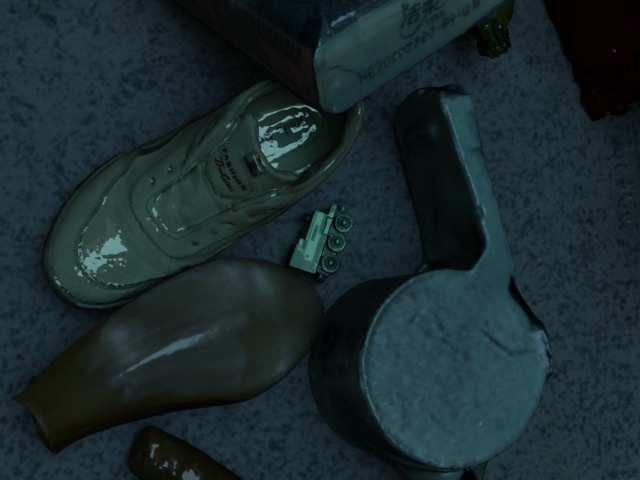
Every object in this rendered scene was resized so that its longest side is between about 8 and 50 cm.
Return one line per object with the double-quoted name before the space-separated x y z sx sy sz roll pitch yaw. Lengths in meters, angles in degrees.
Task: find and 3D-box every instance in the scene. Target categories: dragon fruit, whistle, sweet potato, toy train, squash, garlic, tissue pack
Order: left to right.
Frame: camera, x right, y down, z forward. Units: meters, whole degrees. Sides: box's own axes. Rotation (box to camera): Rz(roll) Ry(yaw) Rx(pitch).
"garlic" -0.125 0.105 1.166 0.318 0.143 0.112 -18 49 -19
"sweet potato" -0.012 0.293 1.210 0.385 0.109 0.109 23 79 -9
"tissue pack" -0.007 -0.264 1.163 0.228 0.316 0.103 -35 139 -18
"toy train" 0.000 0.000 1.270 0.053 0.033 0.083 19 77 -4
"whistle" 0.122 0.056 1.235 0.188 0.168 0.404 20 80 -15
"squash" 0.185 -0.334 1.335 0.071 0.080 0.318 22 71 -31
"dragon fruit" 0.384 -0.218 1.300 0.302 0.330 0.240 8 104 -19

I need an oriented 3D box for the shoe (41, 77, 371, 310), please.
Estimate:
"shoe" -0.101 -0.058 1.151 0.342 0.210 0.132 -34 96 -17
